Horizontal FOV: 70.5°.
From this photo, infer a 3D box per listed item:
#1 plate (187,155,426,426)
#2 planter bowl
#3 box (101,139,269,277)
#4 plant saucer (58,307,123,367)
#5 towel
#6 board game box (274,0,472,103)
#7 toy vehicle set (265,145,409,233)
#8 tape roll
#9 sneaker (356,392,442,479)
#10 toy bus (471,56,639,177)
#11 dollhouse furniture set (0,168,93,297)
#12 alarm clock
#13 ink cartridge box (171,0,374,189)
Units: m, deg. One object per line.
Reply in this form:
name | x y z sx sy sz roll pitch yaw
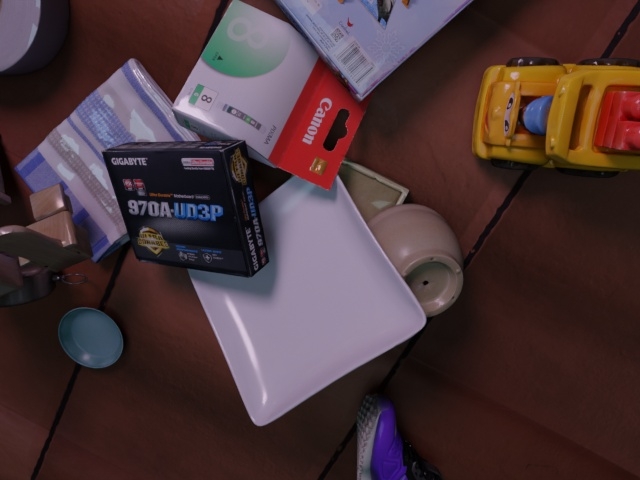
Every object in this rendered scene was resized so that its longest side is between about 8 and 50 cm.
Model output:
plate | -0.034 0.068 0.635 0.277 0.045 0.278 -35 67 14
planter bowl | 0.135 0.042 0.644 0.162 0.109 0.162 -4 115 -10
box | -0.186 -0.046 0.626 0.220 0.051 0.175 6 118 27
plant saucer | -0.404 0.170 0.806 0.119 0.021 0.119 2 107 5
towel | -0.322 -0.114 0.709 0.285 0.034 0.209 -34 99 14
board game box | 0.068 -0.398 0.551 0.318 0.066 0.318 -39 99 8
toy vehicle set | 0.000 0.000 0.706 0.166 0.035 0.267 26 107 -2
tape roll | -0.475 -0.345 0.631 0.219 0.072 0.219 1 109 3
sneaker | 0.137 0.388 0.780 0.146 0.102 0.293 0 111 2
toy bus | 0.314 -0.144 0.542 0.220 0.211 0.149 5 108 6
dollhouse furniture set | -0.529 -0.098 0.617 0.303 0.174 0.355 -22 73 -2
alarm clock | -0.482 0.057 0.731 0.192 0.129 0.064 5 105 -16
ink cartridge box | -0.054 -0.194 0.607 0.225 0.056 0.181 24 77 1
